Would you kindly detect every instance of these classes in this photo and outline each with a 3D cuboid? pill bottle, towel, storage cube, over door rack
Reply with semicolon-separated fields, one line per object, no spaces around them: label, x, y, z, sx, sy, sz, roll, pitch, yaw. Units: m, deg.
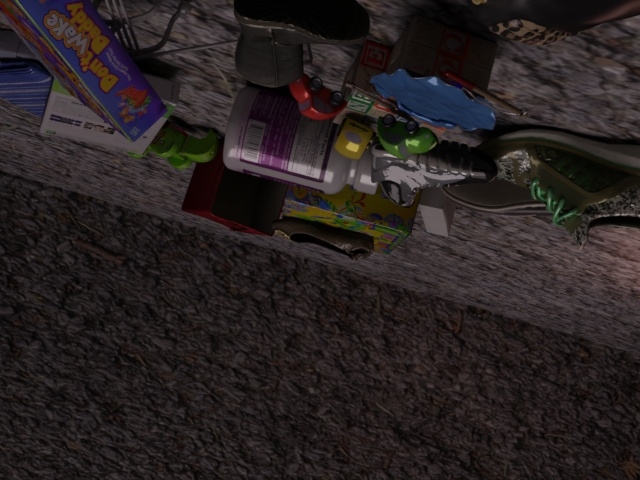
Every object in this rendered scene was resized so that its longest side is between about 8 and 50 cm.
pill bottle;-0.024;-0.185;1.549;0.301;0.169;0.169;15;169;2
towel;-0.584;-0.312;1.765;0.243;0.040;0.336;5;167;32
storage cube;-0.210;-0.128;1.991;0.184;0.215;0.193;21;174;-30
over door rack;-0.161;-0.345;1.147;0.324;0.108;0.239;1;170;-4

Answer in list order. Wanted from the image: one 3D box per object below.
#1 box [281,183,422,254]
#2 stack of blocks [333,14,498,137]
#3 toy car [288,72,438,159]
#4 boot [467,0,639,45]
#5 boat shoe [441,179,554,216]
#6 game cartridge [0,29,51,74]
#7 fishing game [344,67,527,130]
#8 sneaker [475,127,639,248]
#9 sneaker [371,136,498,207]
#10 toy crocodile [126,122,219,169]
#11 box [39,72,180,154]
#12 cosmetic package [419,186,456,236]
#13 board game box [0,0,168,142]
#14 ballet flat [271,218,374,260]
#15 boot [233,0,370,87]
box;0.066;-0.104;1.816;0.279;0.177;0.290;15;170;-3
stack of blocks;0.136;-0.243;1.256;0.171;0.087;0.297;17;169;-8
toy car;0.075;-0.171;1.251;0.225;0.053;0.239;20;170;32
boot;0.235;-0.300;0.736;0.377;0.138;0.284;16;171;-36
boat shoe;0.409;-0.091;1.600;0.335;0.112;0.095;5;161;28
game cartridge;-0.519;-0.353;1.673;0.297;0.062;0.198;15;165;-3
fishing game;0.161;-0.200;1.106;0.189;0.041;0.264;23;175;-25
sneaker;0.444;-0.082;1.405;0.410;0.182;0.158;11;168;26
sneaker;0.199;-0.113;1.455;0.229;0.086;0.132;14;128;8
toy crocodile;-0.408;-0.253;1.942;0.340;0.105;0.115;16;171;22
box;-0.442;-0.271;1.644;0.232;0.058;0.322;11;165;-23
cosmetic package;0.271;-0.088;1.834;0.060;0.099;0.239;12;168;15
board game box;-0.388;-0.319;1.147;0.233;0.078;0.347;36;166;36
ballet flat;0.000;0.000;1.812;0.250;0.058;0.084;13;169;17
boot;-0.032;-0.264;1.089;0.190;0.076;0.208;14;163;3
